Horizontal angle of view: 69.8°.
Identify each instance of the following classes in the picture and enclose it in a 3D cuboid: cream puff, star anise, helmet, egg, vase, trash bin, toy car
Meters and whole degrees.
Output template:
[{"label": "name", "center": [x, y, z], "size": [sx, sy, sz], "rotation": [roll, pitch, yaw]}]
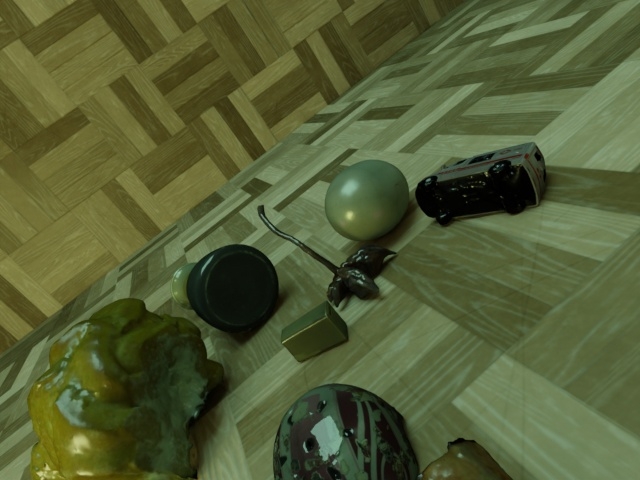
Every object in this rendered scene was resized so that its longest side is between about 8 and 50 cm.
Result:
[{"label": "cream puff", "center": [-0.326, 0.247, 0.712], "size": [0.269, 0.275, 0.323], "rotation": [-20, 22, 13]}, {"label": "star anise", "center": [0.000, 0.000, 0.819], "size": [0.148, 0.227, 0.218], "rotation": [-49, 14, -14]}, {"label": "helmet", "center": [0.013, 0.223, 0.486], "size": [0.153, 0.107, 0.177], "rotation": [-28, 23, 11]}, {"label": "egg", "center": [0.097, -0.083, 0.907], "size": [0.151, 0.151, 0.209], "rotation": [-11, 18, 45]}, {"label": "vase", "center": [-0.237, 0.104, 1.016], "size": [0.173, 0.173, 0.321], "rotation": [-48, 20, -27]}, {"label": "trash bin", "center": [-0.011, 0.146, 0.729], "size": [0.092, 0.061, 0.043], "rotation": [-31, 23, 17]}, {"label": "toy car", "center": [0.268, -0.099, 0.780], "size": [0.209, 0.089, 0.108], "rotation": [-9, 34, 44]}]

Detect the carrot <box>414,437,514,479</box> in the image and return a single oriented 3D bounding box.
[{"label": "carrot", "center": [0.148, 0.241, 0.277], "size": [0.102, 0.102, 0.263], "rotation": [-39, 24, -7]}]
